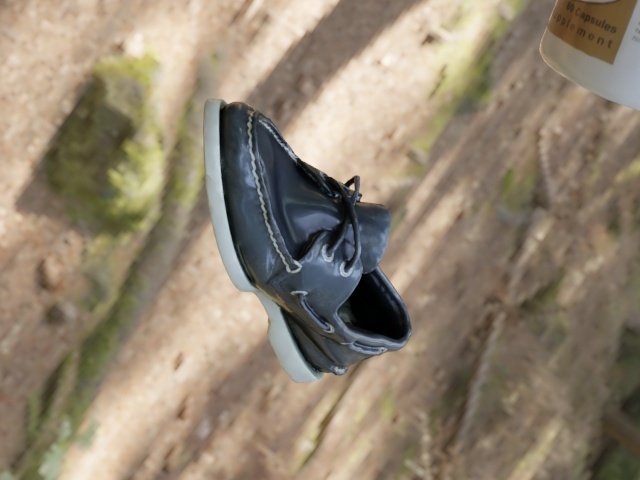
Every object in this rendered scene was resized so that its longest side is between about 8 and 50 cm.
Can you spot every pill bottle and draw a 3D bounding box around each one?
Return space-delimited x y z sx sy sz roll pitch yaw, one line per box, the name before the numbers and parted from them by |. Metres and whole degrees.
pill bottle | 0.244 -0.206 1.104 0.131 0.131 0.229 -25 138 -65

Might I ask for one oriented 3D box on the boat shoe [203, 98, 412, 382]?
boat shoe | 0.000 0.004 1.227 0.340 0.113 0.127 70 18 -52
